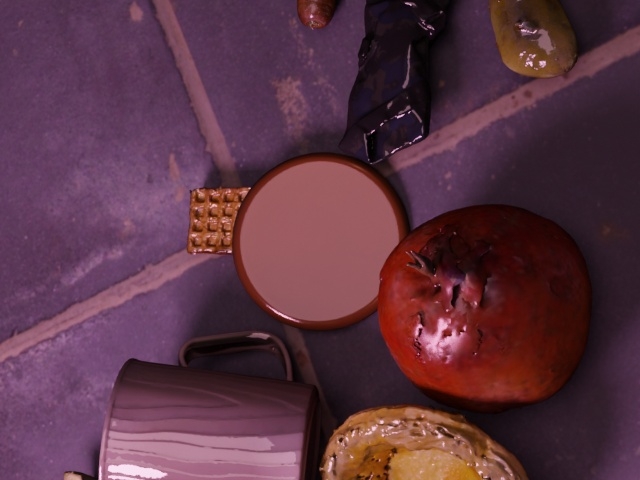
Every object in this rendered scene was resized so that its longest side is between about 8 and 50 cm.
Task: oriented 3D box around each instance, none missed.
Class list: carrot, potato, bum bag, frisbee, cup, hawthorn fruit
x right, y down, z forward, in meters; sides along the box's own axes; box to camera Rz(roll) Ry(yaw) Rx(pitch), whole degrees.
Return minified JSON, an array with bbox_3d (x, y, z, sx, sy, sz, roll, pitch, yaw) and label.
[{"bbox_3d":[-0.003,-0.422,2.093,0.059,0.059,0.248,-3,78,20],"label":"carrot"},{"bbox_3d":[0.279,-0.300,1.954,0.105,0.085,0.188,-19,71,14],"label":"potato"},{"bbox_3d":[0.107,-0.250,2.013,0.137,0.074,0.310,2,76,33],"label":"bum bag"},{"bbox_3d":[0.000,0.000,2.012,0.251,0.021,0.251,-1,83,5],"label":"frisbee"},{"bbox_3d":[-0.141,0.264,1.949,0.273,0.288,0.208,6,112,6],"label":"cup"},{"bbox_3d":[0.185,0.074,1.814,0.276,0.307,0.276,-10,70,31],"label":"hawthorn fruit"}]

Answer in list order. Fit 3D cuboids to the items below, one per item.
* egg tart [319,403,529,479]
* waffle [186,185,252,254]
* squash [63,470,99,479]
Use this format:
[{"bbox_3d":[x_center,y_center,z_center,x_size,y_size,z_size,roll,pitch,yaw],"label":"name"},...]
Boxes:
[{"bbox_3d":[0.142,0.307,1.849,0.288,0.118,0.288,11,122,19],"label":"egg tart"},{"bbox_3d":[-0.118,-0.027,2.076,0.148,0.042,0.102,1,81,21],"label":"waffle"},{"bbox_3d":[-0.232,0.380,2.010,0.252,0.093,0.169,-17,69,25],"label":"squash"}]
